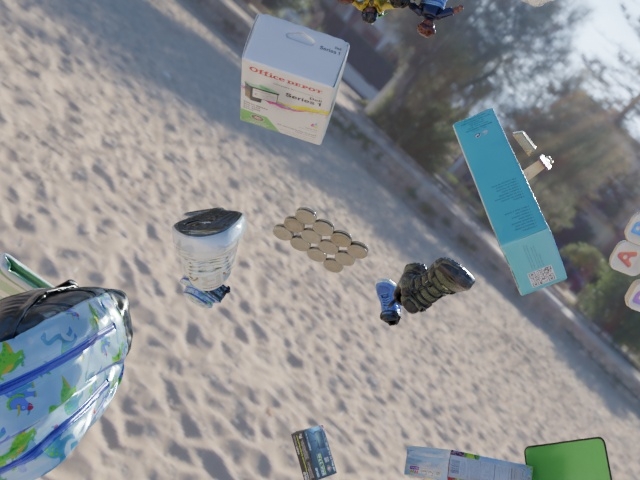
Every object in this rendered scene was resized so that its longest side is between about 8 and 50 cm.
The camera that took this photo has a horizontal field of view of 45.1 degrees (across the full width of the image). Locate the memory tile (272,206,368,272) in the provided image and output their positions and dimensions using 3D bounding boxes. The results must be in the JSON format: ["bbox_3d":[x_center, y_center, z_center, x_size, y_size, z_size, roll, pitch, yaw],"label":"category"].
[{"bbox_3d":[0.000,0.000,1.322,0.148,0.113,0.012,34,53,-17],"label":"memory tile"}]

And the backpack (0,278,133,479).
[{"bbox_3d":[-0.414,0.184,1.027,0.355,0.290,0.273,106,-29,-81],"label":"backpack"}]

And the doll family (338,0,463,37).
[{"bbox_3d":[0.108,-0.353,1.103,0.193,0.111,0.076,9,-22,28],"label":"doll family"}]

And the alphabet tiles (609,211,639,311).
[{"bbox_3d":[0.673,0.016,1.395,0.278,0.284,0.021,20,16,-15],"label":"alphabet tiles"}]

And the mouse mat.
[{"bbox_3d":[0.495,0.479,1.540,0.007,0.189,0.153,15,63,-40],"label":"mouse mat"}]

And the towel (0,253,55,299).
[{"bbox_3d":[-0.594,0.074,1.417,0.324,0.038,0.248,7,-26,34],"label":"towel"}]

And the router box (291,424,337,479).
[{"bbox_3d":[-0.015,0.504,1.823,0.092,0.038,0.122,5,63,-57],"label":"router box"}]

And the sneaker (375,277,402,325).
[{"bbox_3d":[0.187,0.175,2.122,0.152,0.058,0.085,65,24,-46],"label":"sneaker"}]

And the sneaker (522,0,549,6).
[{"bbox_3d":[0.458,-0.506,1.495,0.094,0.090,0.235,30,-2,7],"label":"sneaker"}]

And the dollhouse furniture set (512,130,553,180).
[{"bbox_3d":[0.462,-0.192,1.766,0.114,0.081,0.091,53,29,1],"label":"dollhouse furniture set"}]

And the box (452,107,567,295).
[{"bbox_3d":[0.237,-0.056,0.985,0.244,0.060,0.100,-99,161,-46],"label":"box"}]

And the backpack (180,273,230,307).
[{"bbox_3d":[-0.317,0.125,2.046,0.114,0.084,0.105,43,-23,-24],"label":"backpack"}]

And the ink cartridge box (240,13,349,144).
[{"bbox_3d":[-0.064,-0.340,1.671,0.201,0.117,0.278,18,-19,0],"label":"ink cartridge box"}]

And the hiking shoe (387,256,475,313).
[{"bbox_3d":[0.221,0.103,1.547,0.086,0.114,0.227,39,-20,-15],"label":"hiking shoe"}]

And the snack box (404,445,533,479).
[{"bbox_3d":[0.308,0.483,1.617,0.207,0.070,0.174,15,-17,-20],"label":"snack box"}]

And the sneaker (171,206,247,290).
[{"bbox_3d":[-0.158,0.020,1.147,0.290,0.105,0.123,-139,-138,-81],"label":"sneaker"}]
